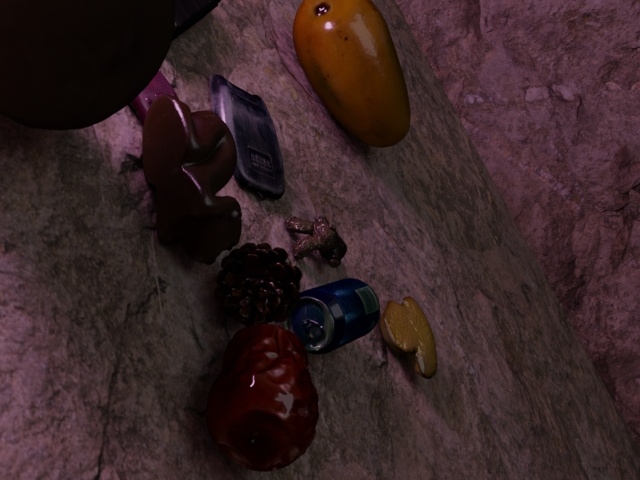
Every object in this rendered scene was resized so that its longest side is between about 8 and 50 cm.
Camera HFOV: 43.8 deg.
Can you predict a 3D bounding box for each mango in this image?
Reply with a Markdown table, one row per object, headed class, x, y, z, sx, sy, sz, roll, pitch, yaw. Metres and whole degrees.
| class | x | y | z | sx | sy | sz | roll | pitch | yaw |
| --- | --- | --- | --- | --- | --- | --- | --- | --- | --- |
| mango | 0.093 | -0.428 | 2.020 | 0.445 | 0.232 | 0.300 | 60 | 19 | -26 |

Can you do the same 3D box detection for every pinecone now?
| class | x | y | z | sx | sy | sz | roll | pitch | yaw |
| --- | --- | --- | --- | --- | --- | --- | --- | --- | --- |
| pinecone | -0.096 | 0.074 | 1.234 | 0.140 | 0.140 | 0.121 | 56 | 10 | -12 |

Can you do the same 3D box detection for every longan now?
| class | x | y | z | sx | sy | sz | roll | pitch | yaw |
| --- | --- | --- | --- | --- | --- | --- | --- | --- | --- |
| longan | -0.322 | -0.282 | 0.987 | 0.297 | 0.297 | 0.297 | 44 | 30 | -34 |

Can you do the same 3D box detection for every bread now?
| class | x | y | z | sx | sy | sz | roll | pitch | yaw |
| --- | --- | --- | --- | --- | --- | --- | --- | --- | --- |
| bread | 0.184 | 0.217 | 1.723 | 0.149 | 0.065 | 0.187 | -6 | 72 | -52 |

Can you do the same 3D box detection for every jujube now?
| class | x | y | z | sx | sy | sz | roll | pitch | yaw |
| --- | --- | --- | --- | --- | --- | --- | --- | --- | --- |
| jujube | -0.079 | 0.211 | 1.120 | 0.155 | 0.155 | 0.230 | 49 | 21 | -26 |

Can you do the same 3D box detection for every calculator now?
| class | x | y | z | sx | sy | sz | roll | pitch | yaw |
| --- | --- | --- | --- | --- | --- | --- | --- | --- | --- |
| calculator | -0.266 | -0.214 | 1.334 | 0.190 | 0.034 | 0.126 | 60 | 24 | -6 |
| calculator | -0.140 | -0.196 | 1.557 | 0.177 | 0.040 | 0.268 | 17 | 54 | -54 |

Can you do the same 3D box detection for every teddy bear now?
| class | x | y | z | sx | sy | sz | roll | pitch | yaw |
| --- | --- | --- | --- | --- | --- | --- | --- | --- | --- |
| teddy bear | 0.006 | -0.005 | 1.582 | 0.160 | 0.078 | 0.119 | 20 | 43 | -54 |

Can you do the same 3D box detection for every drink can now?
| class | x | y | z | sx | sy | sz | roll | pitch | yaw |
| --- | --- | --- | --- | --- | --- | --- | --- | --- | --- |
| drink can | 0.022 | 0.133 | 1.423 | 0.205 | 0.118 | 0.118 | -7 | 71 | -64 |

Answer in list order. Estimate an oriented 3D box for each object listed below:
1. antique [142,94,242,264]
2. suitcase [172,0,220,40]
| class | x | y | z | sx | sy | sz | roll | pitch | yaw |
| --- | --- | --- | --- | --- | --- | --- | --- | --- | --- |
| antique | -0.188 | -0.090 | 1.238 | 0.143 | 0.121 | 0.256 | 16 | 53 | -51 |
| suitcase | -0.302 | -0.498 | 1.516 | 0.206 | 0.066 | 0.285 | 53 | 26 | -18 |
